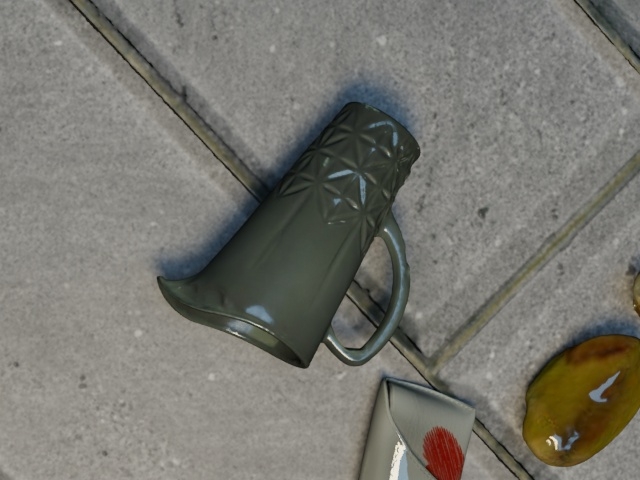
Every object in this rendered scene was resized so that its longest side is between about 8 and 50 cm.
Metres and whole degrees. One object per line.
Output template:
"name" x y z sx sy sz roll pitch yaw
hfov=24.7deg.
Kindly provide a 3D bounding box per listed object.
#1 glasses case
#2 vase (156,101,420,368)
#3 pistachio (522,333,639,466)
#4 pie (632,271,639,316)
"glasses case" 0.100 0.316 1.654 0.128 0.083 0.308 10 88 -11
"vase" 0.000 0.000 1.612 0.251 0.156 0.301 35 77 -6
"pistachio" 0.308 0.187 1.695 0.189 0.100 0.110 -49 121 -17
"pie" 0.451 0.089 1.694 0.193 0.163 0.079 23 94 2
